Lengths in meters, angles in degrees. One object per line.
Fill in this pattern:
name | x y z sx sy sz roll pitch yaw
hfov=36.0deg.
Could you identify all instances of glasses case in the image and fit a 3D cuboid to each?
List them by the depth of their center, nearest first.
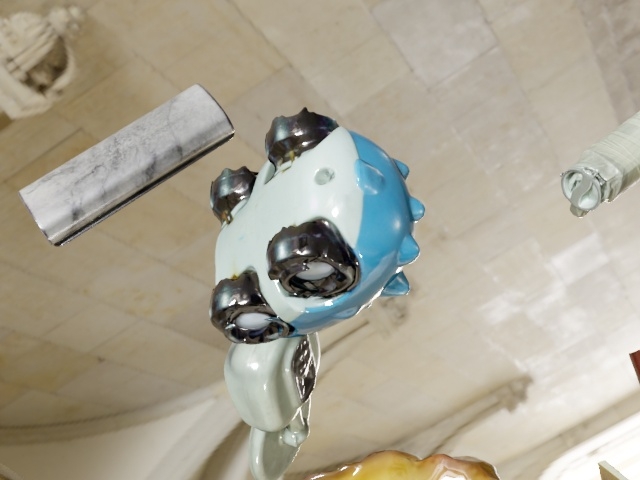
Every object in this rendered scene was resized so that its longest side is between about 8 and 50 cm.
glasses case | -0.271 -0.111 1.378 0.114 0.299 0.060 49 166 34

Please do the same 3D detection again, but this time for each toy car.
toy car | 0.000 0.000 1.009 0.190 0.255 0.188 16 -127 -31

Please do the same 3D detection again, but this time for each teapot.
teapot | 0.424 -0.106 1.412 0.077 0.200 0.107 43 148 24

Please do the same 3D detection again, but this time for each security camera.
security camera | -0.044 0.204 1.266 0.301 0.080 0.157 80 -150 -46

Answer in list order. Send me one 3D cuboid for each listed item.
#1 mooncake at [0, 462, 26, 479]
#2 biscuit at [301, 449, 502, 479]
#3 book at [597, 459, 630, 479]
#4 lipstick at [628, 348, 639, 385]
mooncake | -0.307 0.296 0.828 0.234 0.235 0.117 53 158 -23
biscuit | 0.068 0.296 0.605 0.325 0.326 0.107 64 -172 27
book | 0.301 0.281 0.893 0.172 0.012 0.118 -137 32 -80
lipstick | 0.368 0.265 0.897 0.057 0.057 0.356 26 -135 -68
